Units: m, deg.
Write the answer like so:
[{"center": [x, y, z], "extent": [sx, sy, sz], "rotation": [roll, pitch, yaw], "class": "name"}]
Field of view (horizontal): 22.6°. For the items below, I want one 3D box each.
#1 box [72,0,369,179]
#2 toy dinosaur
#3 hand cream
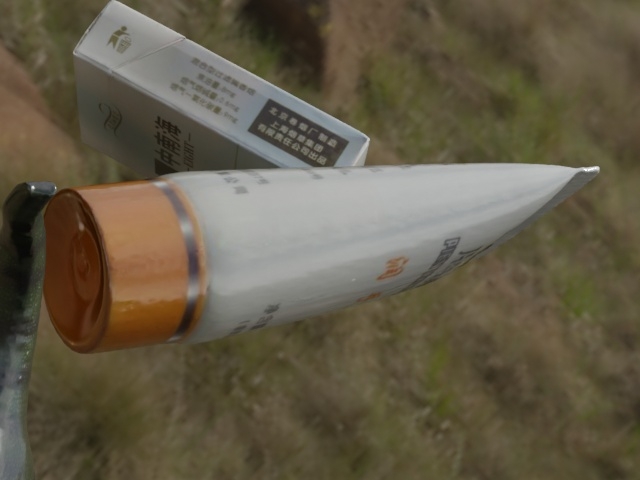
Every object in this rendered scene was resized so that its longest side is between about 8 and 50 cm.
[{"center": [-0.085, -0.084, 1.323], "extent": [0.243, 0.155, 0.067], "rotation": [30, 65, 7], "class": "box"}, {"center": [-0.105, 0.096, 0.490], "extent": [0.087, 0.179, 0.187], "rotation": [20, 57, -38], "class": "toy dinosaur"}, {"center": [0.000, 0.000, 0.892], "extent": [0.314, 0.140, 0.089], "rotation": [-10, 72, -31], "class": "hand cream"}]
